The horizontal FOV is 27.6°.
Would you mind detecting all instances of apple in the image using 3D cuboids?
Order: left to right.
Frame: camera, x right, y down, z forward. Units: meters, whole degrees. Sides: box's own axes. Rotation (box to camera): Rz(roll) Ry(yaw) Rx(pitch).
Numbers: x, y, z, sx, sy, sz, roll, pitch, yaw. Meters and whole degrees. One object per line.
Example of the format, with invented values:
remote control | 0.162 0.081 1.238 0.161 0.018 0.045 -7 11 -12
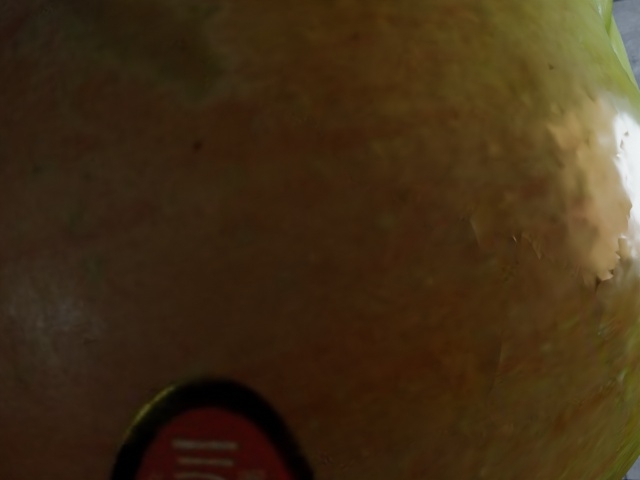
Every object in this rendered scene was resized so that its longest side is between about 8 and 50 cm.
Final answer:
apple | 0.000 0.000 0.528 0.338 0.304 0.339 -9 90 -85
